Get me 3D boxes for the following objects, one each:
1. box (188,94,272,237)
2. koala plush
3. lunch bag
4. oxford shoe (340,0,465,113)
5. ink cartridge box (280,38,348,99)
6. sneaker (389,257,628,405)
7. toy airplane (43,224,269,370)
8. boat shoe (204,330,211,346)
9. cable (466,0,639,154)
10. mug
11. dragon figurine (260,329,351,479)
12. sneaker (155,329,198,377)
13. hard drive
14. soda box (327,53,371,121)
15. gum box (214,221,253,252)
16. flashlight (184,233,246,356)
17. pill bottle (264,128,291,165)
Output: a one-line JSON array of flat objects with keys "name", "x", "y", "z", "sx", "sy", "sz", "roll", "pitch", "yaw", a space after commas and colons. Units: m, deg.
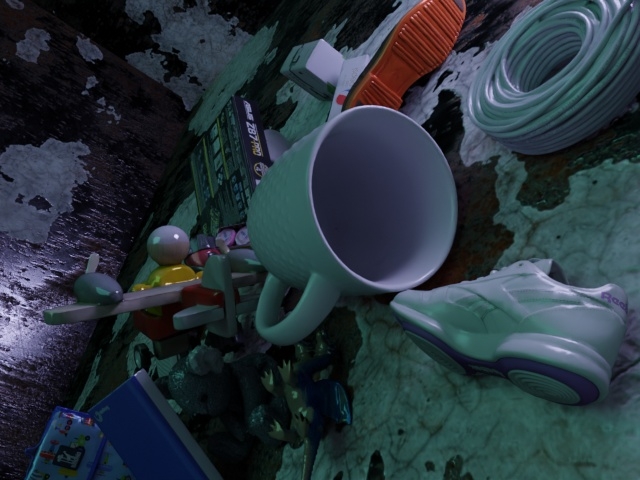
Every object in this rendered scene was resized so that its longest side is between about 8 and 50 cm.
[{"name": "box", "x": -0.264, "y": -0.172, "z": 1.473, "sx": 0.318, "sy": 0.097, "sz": 0.394, "roll": -39, "pitch": 57, "yaw": 40}, {"name": "koala plush", "x": -0.195, "y": 0.284, "z": 0.955, "sx": 0.196, "sy": 0.221, "sz": 0.203, "roll": -40, "pitch": 34, "yaw": 35}, {"name": "lunch bag", "x": -0.611, "y": 0.573, "z": 1.293, "sx": 0.138, "sy": 0.293, "sz": 0.220, "roll": -28, "pitch": 42, "yaw": 46}, {"name": "oxford shoe", "x": 0.164, "y": -0.394, "z": 1.087, "sx": 0.363, "sy": 0.130, "sz": 0.133, "roll": -49, "pitch": 25, "yaw": 3}, {"name": "ink cartridge box", "x": 0.000, "y": -0.479, "z": 1.425, "sx": 0.092, "sy": 0.160, "sz": 0.219, "roll": -60, "pitch": 27, "yaw": 1}, {"name": "sneaker", "x": 0.215, "y": 0.093, "z": 0.609, "sx": 0.152, "sy": 0.114, "sz": 0.305, "roll": -54, "pitch": 29, "yaw": -18}, {"name": "toy airplane", "x": -0.277, "y": 0.090, "z": 1.001, "sx": 0.385, "sy": 0.386, "sz": 0.272, "roll": -19, "pitch": 79, "yaw": 5}, {"name": "boat shoe", "x": -0.293, "y": 0.225, "z": 1.370, "sx": 0.049, "sy": 0.042, "sz": 0.132, "roll": -11, "pitch": 56, "yaw": 53}, {"name": "cable", "x": 0.338, "y": -0.247, "z": 0.721, "sx": 0.257, "sy": 0.089, "sz": 0.257, "roll": 16, "pitch": 78, "yaw": 63}, {"name": "mug", "x": 0.000, "y": 0.000, "z": 0.839, "sx": 0.328, "sy": 0.276, "sz": 0.374, "roll": -16, "pitch": 46, "yaw": 59}, {"name": "dragon figurine", "x": -0.008, "y": 0.270, "z": 0.804, "sx": 0.085, "sy": 0.144, "sz": 0.289, "roll": -40, "pitch": 53, "yaw": 31}, {"name": "sneaker", "x": -0.412, "y": 0.276, "z": 1.451, "sx": 0.126, "sy": 0.128, "sz": 0.321, "roll": -41, "pitch": 58, "yaw": 43}, {"name": "hard drive", "x": -0.297, "y": 0.412, "z": 0.941, "sx": 0.210, "sy": 0.318, "sz": 0.040, "roll": -37, "pitch": -2, "yaw": 37}, {"name": "soda box", "x": 0.083, "y": -0.360, "z": 1.249, "sx": 0.074, "sy": 0.069, "sz": 0.216, "roll": -4, "pitch": 57, "yaw": 29}, {"name": "gum box", "x": -0.150, "y": 0.006, "z": 1.191, "sx": 0.189, "sy": 0.107, "sz": 0.062, "roll": -9, "pitch": 60, "yaw": 27}, {"name": "flashlight", "x": -0.268, "y": 0.135, "z": 1.246, "sx": 0.103, "sy": 0.103, "sz": 0.303, "roll": -20, "pitch": 68, "yaw": 2}, {"name": "pill bottle", "x": -0.199, "y": -0.247, "z": 1.575, "sx": 0.221, "sy": 0.121, "sz": 0.121, "roll": -30, "pitch": 40, "yaw": 44}]
